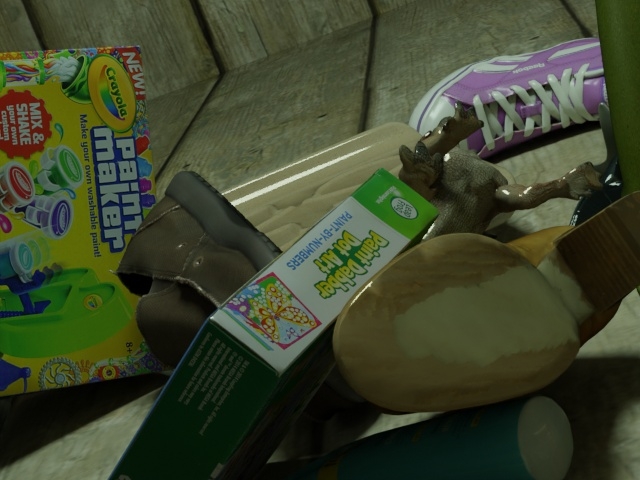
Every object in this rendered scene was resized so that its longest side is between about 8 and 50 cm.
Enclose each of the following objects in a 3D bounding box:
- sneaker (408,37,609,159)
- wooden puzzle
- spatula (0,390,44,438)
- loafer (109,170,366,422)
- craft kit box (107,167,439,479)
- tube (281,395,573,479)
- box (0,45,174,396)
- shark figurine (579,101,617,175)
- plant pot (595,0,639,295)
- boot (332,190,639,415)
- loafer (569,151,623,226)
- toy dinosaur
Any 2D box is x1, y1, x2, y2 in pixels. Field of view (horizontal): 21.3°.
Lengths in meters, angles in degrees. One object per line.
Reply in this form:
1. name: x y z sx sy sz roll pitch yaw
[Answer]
1. sneaker: 0.237 -0.152 1.810 0.282 0.102 0.161 -26 17 -19
2. wooden puzzle: 0.000 0.000 1.630 0.322 0.080 0.348 -23 18 -7
3. spatula: -0.288 0.171 1.467 0.084 0.030 0.296 -11 18 18
4. loafer: -0.066 0.064 1.336 0.130 0.134 0.366 -46 26 -2
5. craft kit box: -0.048 0.098 1.039 0.250 0.061 0.246 -57 -5 32
6. tube: 0.058 0.135 1.047 0.207 0.052 0.080 -16 1 42
7. box: -0.301 -0.013 1.496 0.279 0.290 0.177 -8 2 -29
8. shark figurine: 0.374 -0.104 1.469 0.278 0.166 0.116 -38 -14 4
9. plant pot: 0.341 -0.181 1.186 0.366 0.353 0.366 -20 12 5
10. boot: 0.080 0.069 1.057 0.295 0.104 0.211 -22 -13 -39
11. loafer: 0.233 -0.014 1.371 0.170 0.062 0.061 -45 -12 -46
12. toy dinosaur: 0.079 0.001 1.316 0.296 0.127 0.200 -42 -1 -40
